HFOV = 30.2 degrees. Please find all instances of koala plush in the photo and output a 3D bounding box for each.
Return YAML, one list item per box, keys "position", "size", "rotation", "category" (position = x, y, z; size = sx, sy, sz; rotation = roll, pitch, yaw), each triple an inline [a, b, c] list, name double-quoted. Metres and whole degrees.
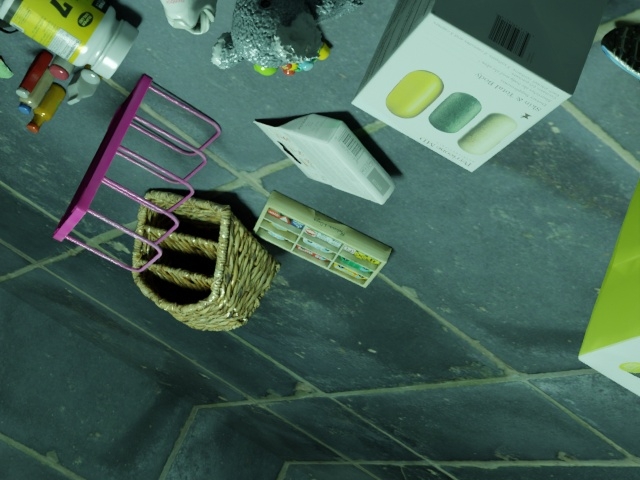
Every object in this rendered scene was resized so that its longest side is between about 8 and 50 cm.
- position: [-0.045, -0.318, 1.581]
  size: [0.196, 0.221, 0.203]
  rotation: [4, 149, 38]
  category: "koala plush"

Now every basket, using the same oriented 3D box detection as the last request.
- position: [-0.279, 0.048, 2.516]
  size: [0.299, 0.213, 0.223]
  rotation: [14, 155, 43]
  category: "basket"

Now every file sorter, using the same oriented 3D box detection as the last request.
- position: [-0.333, -0.112, 2.194]
  size: [0.182, 0.291, 0.202]
  rotation: [29, 156, -15]
  category: "file sorter"

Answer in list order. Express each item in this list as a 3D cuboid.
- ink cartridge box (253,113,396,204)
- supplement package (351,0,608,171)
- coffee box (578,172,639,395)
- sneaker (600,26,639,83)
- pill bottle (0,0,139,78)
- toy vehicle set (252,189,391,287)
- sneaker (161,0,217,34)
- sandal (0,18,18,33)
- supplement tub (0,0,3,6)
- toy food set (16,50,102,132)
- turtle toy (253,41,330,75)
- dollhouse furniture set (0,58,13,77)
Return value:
- position: [0.008, -0.156, 2.097]
  size: [0.224, 0.056, 0.181]
  rotation: [25, 165, 50]
  category: "ink cartridge box"
- position: [0.202, -0.254, 1.510]
  size: [0.199, 0.198, 0.262]
  rotation: [29, 156, -10]
  category: "supplement package"
- position: [0.612, 0.064, 1.600]
  size: [0.334, 0.338, 0.337]
  rotation: [31, 155, -12]
  category: "coffee box"
- position: [0.428, -0.216, 1.544]
  size: [0.162, 0.063, 0.073]
  rotation: [30, 159, -12]
  category: "sneaker"
- position: [-0.415, -0.364, 1.961]
  size: [0.208, 0.119, 0.119]
  rotation: [32, 155, -17]
  category: "pill bottle"
- position: [0.000, 0.000, 2.411]
  size: [0.267, 0.035, 0.166]
  rotation: [26, 156, -2]
  category: "toy vehicle set"
- position: [-0.176, -0.349, 1.649]
  size: [0.090, 0.232, 0.115]
  rotation: [-1, 113, 17]
  category: "sneaker"
- position: [-0.557, -0.398, 2.121]
  size: [0.179, 0.040, 0.067]
  rotation: [7, 150, 34]
  category: "sandal"
- position: [-0.629, -0.401, 2.037]
  size: [0.144, 0.144, 0.199]
  rotation: [31, 145, -14]
  category: "supplement tub"
- position: [-0.498, -0.283, 2.219]
  size: [0.111, 0.104, 0.232]
  rotation: [39, 152, -29]
  category: "toy food set"
- position: [-0.054, -0.292, 1.833]
  size: [0.095, 0.066, 0.130]
  rotation: [40, 152, -30]
  category: "turtle toy"
- position: [-0.692, -0.342, 2.339]
  size: [0.151, 0.059, 0.076]
  rotation: [15, 155, 20]
  category: "dollhouse furniture set"
